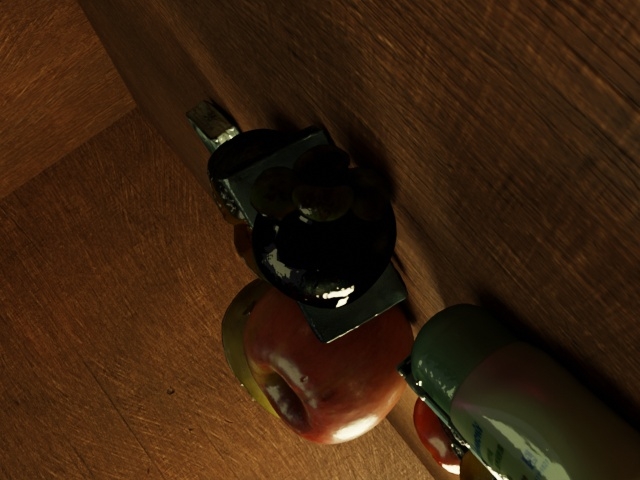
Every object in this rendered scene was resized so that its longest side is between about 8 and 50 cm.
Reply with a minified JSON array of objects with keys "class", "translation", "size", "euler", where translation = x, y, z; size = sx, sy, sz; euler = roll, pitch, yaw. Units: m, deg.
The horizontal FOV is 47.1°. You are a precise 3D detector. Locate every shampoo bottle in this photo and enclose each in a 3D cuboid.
[{"class":"shampoo bottle","translation":[0.257,0.220,0.946],"size":[0.349,0.151,0.221],"euler":[46,164,39]}]

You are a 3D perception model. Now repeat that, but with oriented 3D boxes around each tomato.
[{"class":"tomato","translation":[0.273,0.424,1.587],"size":[0.225,0.085,0.225],"euler":[50,-166,-17]}]

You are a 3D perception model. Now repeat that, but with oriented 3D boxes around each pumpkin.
[{"class":"pumpkin","translation":[-0.084,-0.059,1.397],"size":[0.320,0.192,0.320],"euler":[56,166,22]}]

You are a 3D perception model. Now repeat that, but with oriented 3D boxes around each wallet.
[{"class":"wallet","translation":[0.000,0.000,1.252],"size":[0.378,0.191,0.046],"euler":[61,-178,-28]}]

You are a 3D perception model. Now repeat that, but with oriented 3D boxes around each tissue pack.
[{"class":"tissue pack","translation":[-0.229,-0.222,1.897],"size":[0.185,0.081,0.257],"euler":[43,168,46]}]

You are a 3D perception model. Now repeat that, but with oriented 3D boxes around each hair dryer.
[{"class":"hair dryer","translation":[0.309,0.349,1.408],"size":[0.057,0.101,0.197],"euler":[46,154,35]}]

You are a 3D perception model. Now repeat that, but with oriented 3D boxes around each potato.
[{"class":"potato","translation":[-0.032,0.300,2.036],"size":[0.319,0.386,0.441],"euler":[4,122,64]}]

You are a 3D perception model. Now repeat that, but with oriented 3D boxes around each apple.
[{"class":"apple","translation":[0.025,0.222,1.547],"size":[0.364,0.364,0.364],"euler":[51,171,12]}]

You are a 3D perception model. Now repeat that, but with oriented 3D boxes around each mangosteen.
[{"class":"mangosteen","translation":[0.003,-0.021,1.091],"size":[0.243,0.243,0.243],"euler":[51,171,12]}]

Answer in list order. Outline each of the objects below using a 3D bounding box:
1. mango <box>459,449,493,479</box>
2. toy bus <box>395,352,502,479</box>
[{"class":"mango","translation":[0.373,0.457,1.289],"size":[0.192,0.146,0.316],"euler":[54,162,-27]},{"class":"toy bus","translation":[0.263,0.275,1.188],"size":[0.164,0.133,0.271],"euler":[53,175,-35]}]
